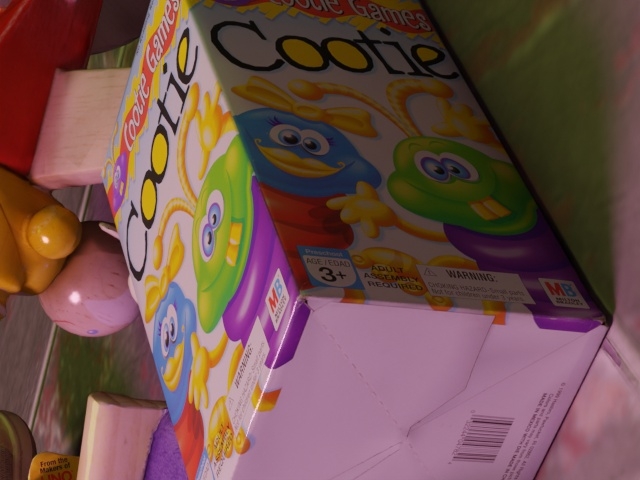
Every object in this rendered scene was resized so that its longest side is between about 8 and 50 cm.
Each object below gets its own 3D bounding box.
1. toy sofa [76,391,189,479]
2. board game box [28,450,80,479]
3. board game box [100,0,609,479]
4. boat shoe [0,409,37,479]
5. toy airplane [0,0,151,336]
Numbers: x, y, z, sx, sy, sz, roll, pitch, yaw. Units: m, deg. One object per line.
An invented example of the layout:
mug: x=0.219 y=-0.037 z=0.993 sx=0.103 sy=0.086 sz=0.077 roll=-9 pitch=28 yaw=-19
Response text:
toy sofa: x=-0.060 y=0.196 z=0.911 sx=0.362 sy=0.177 sz=0.150 roll=-148 pitch=65 yaw=-67
board game box: x=-0.136 y=0.265 z=1.119 sx=0.039 sy=0.124 sz=0.259 roll=-26 pitch=55 yaw=60
board game box: x=0.000 y=0.000 z=0.855 sx=0.275 sy=0.142 sz=0.144 roll=-113 pitch=36 yaw=-50
boat shoe: x=-0.264 y=0.199 z=1.339 sx=0.302 sy=0.098 sz=0.109 roll=-137 pitch=58 yaw=-64
toy airplane: x=-0.213 y=-0.052 z=1.307 sx=0.384 sy=0.272 sz=0.386 roll=-36 pitch=28 yaw=11
